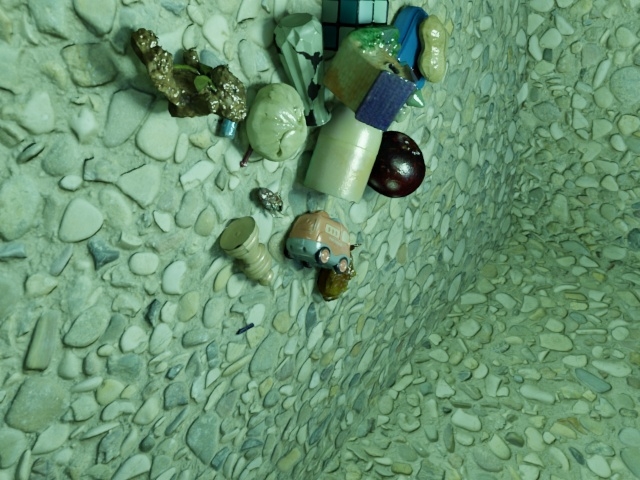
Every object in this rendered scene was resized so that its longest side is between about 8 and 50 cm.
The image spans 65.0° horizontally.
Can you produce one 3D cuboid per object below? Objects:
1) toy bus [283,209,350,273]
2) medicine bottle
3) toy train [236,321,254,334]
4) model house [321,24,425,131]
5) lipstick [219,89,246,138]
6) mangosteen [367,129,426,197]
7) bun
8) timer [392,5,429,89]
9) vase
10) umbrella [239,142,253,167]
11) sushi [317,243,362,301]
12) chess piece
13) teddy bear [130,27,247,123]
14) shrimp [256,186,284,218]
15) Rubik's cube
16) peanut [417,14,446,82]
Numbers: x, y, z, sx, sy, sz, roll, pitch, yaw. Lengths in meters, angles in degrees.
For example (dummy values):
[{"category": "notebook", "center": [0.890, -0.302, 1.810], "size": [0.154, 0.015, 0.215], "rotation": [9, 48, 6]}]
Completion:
[{"category": "toy bus", "center": [0.000, 0.000, 2.028], "size": [0.288, 0.194, 0.231], "rotation": [26, 73, -50]}, {"category": "medicine bottle", "center": [0.103, -0.362, 1.910], "size": [0.236, 0.236, 0.405], "rotation": [11, 100, -54]}, {"category": "toy train", "center": [-0.295, 0.346, 1.967], "size": [0.083, 0.017, 0.017], "rotation": [-24, 124, -44]}, {"category": "model house", "center": [0.217, -0.527, 1.667], "size": [0.312, 0.280, 0.245], "rotation": [-31, 162, -47]}, {"category": "lipstick", "center": [-0.274, -0.398, 1.567], "size": [0.048, 0.048, 0.157], "rotation": [7, 103, -53]}, {"category": "mangosteen", "center": [0.299, -0.320, 2.161], "size": [0.297, 0.294, 0.296], "rotation": [38, 41, -42]}, {"category": "bun", "center": [-0.131, -0.384, 1.640], "size": [0.259, 0.160, 0.258], "rotation": [-18, 112, -55]}, {"category": "timer", "center": [0.386, -0.797, 2.147], "size": [0.309, 0.115, 0.339], "rotation": [30, 83, -57]}, {"category": "vase", "center": [-0.049, -0.564, 1.691], "size": [0.165, 0.165, 0.360], "rotation": [-45, 143, -28]}, {"category": "umbrella", "center": [-0.228, -0.320, 1.690], "size": [0.165, 0.025, 0.027], "rotation": [-64, 162, 0]}, {"category": "sushi", "center": [0.081, 0.142, 2.233], "size": [0.179, 0.167, 0.295], "rotation": [8, 95, -31]}, {"category": "chess piece", "center": [-0.239, 0.059, 1.816], "size": [0.307, 0.124, 0.138], "rotation": [64, 25, -51]}, {"category": "teddy bear", "center": [-0.328, -0.432, 1.333], "size": [0.223, 0.246, 0.296], "rotation": [-28, 145, -7]}, {"category": "shrimp", "center": [-0.176, -0.134, 1.821], "size": [0.190, 0.075, 0.073], "rotation": [57, 30, -60]}, {"category": "Rubik's cube", "center": [0.120, -0.764, 1.776], "size": [0.180, 0.167, 0.183], "rotation": [-22, 123, -44]}, {"category": "peanut", "center": [0.452, -0.778, 2.056], "size": [0.125, 0.111, 0.274], "rotation": [-28, 127, -23]}]
